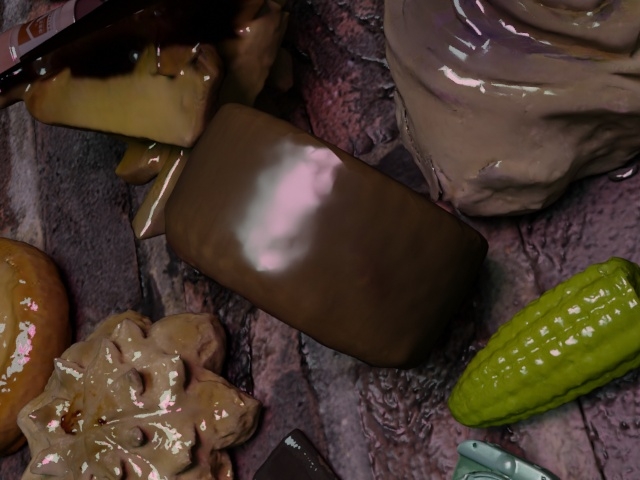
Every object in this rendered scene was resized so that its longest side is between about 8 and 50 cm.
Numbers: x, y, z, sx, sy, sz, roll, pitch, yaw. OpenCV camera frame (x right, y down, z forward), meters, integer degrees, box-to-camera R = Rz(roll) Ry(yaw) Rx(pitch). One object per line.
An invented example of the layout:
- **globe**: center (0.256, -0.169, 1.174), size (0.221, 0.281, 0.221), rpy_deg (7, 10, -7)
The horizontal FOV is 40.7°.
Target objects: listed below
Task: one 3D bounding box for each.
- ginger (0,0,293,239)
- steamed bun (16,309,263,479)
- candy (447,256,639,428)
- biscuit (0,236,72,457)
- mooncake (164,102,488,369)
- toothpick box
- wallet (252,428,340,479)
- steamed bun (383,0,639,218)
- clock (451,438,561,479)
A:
- **ginger**: center (-0.174, -0.179, 0.988), size (0.359, 0.211, 0.413), rpy_deg (-18, 27, 19)
- **steamed bun**: center (-0.208, 0.198, 0.929), size (0.292, 0.137, 0.295), rpy_deg (-50, 55, 3)
- **candy**: center (0.199, 0.100, 0.752), size (0.209, 0.097, 0.096), rpy_deg (-38, 59, 20)
- **biscuit**: center (-0.448, 0.134, 1.110), size (0.297, 0.102, 0.296), rpy_deg (-9, 71, 29)
- **mooncake**: center (0.000, 0.000, 0.783), size (0.284, 0.284, 0.155), rpy_deg (32, 93, 34)
- **toothpick box**: center (-0.364, -0.267, 1.194), size (0.149, 0.098, 0.098), rpy_deg (-16, 66, 24)
- **wallet**: center (-0.005, 0.267, 0.854), size (0.082, 0.018, 0.157), rpy_deg (-50, 57, 6)
- **steamed bun**: center (0.205, -0.207, 0.761), size (0.347, 0.237, 0.393), rpy_deg (25, 87, 33)
- **clock**: center (0.148, 0.251, 0.757), size (0.101, 0.041, 0.135), rpy_deg (19, 84, 33)
